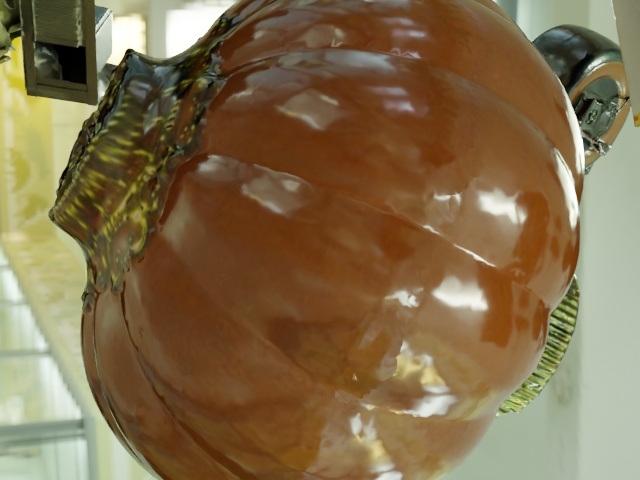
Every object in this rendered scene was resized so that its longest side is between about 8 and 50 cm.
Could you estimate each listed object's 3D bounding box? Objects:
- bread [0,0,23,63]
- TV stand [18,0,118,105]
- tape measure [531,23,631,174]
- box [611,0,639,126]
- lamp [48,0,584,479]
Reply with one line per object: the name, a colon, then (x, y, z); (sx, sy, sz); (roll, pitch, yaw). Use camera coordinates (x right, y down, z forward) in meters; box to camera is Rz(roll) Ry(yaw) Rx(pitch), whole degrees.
bread: (-0.308, -0.188, 0.595); (0.279, 0.315, 0.248); (-111, -171, -63)
TV stand: (-0.123, -0.188, 0.591); (0.049, 0.040, 0.256); (-73, 171, -53)
tape measure: (0.336, -0.185, 1.661); (0.135, 0.223, 0.202); (35, -70, 34)
box: (0.418, -0.272, 1.443); (0.097, 0.168, 0.265); (-11, -87, 35)
lamp: (0.000, 0.000, 0.468); (0.223, 0.196, 0.223); (-53, -158, 31)
